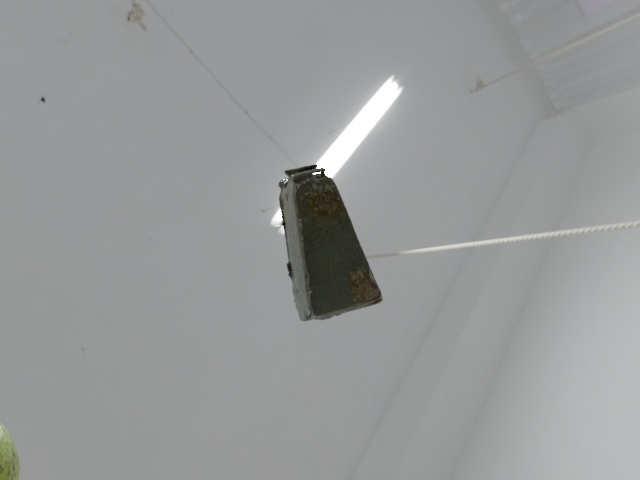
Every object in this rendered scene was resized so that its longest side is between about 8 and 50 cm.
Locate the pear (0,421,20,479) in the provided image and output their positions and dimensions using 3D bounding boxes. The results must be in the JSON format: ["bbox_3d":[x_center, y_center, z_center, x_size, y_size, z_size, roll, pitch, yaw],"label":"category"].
[{"bbox_3d":[-0.704,0.412,0.664,0.391,0.391,0.390,5,-98,-33],"label":"pear"}]

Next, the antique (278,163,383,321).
[{"bbox_3d":[0.000,0.000,0.779,0.150,0.125,0.284,-14,-95,-21],"label":"antique"}]
